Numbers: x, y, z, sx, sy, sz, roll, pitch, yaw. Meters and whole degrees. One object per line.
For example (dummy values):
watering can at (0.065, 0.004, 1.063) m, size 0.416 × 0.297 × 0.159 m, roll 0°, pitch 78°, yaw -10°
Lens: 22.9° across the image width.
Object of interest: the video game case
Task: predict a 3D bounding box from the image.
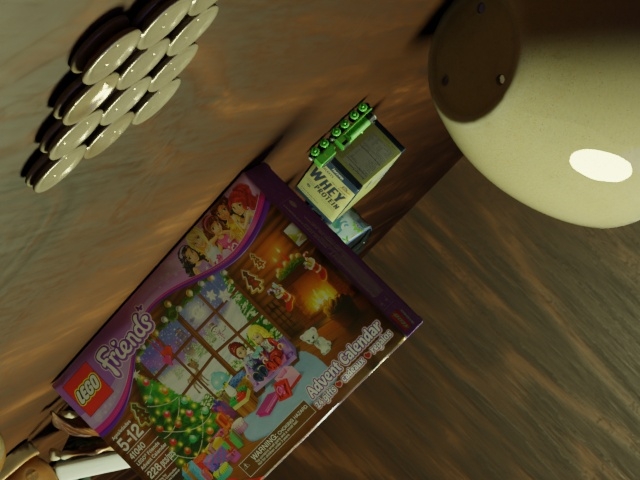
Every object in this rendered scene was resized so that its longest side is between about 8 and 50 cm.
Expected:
video game case at (-0.180, 0.209, 1.728) m, size 0.201 × 0.023 × 0.183 m, roll -12°, pitch -171°, yaw 1°

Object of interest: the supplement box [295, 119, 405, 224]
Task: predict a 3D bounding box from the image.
supplement box at (0.031, -0.076, 1.674) m, size 0.083 × 0.056 × 0.083 m, roll -41°, pitch 174°, yaw -33°

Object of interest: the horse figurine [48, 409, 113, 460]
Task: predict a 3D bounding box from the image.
horse figurine at (-0.179, 0.174, 1.655) m, size 0.174 × 0.066 × 0.263 m, roll -12°, pitch -177°, yaw 19°

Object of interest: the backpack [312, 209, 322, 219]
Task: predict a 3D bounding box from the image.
backpack at (-0.061, 0.068, 1.621) m, size 0.173 × 0.158 × 0.117 m, roll -26°, pitch 177°, yaw 40°

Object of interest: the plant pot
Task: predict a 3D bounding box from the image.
plant pot at (0.216, -0.162, 1.512) m, size 0.191 × 0.284 × 0.284 m, roll 7°, pitch 139°, yaw -37°

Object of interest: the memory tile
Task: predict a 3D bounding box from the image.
memory tile at (-0.098, -0.084, 0.809) m, size 0.113 × 0.012 × 0.148 m, roll -41°, pitch 175°, yaw -34°

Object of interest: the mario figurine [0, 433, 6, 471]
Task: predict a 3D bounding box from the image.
mario figurine at (-0.284, 0.247, 1.085) m, size 0.198 × 0.170 × 0.320 m, roll -3°, pitch 145°, yaw -25°

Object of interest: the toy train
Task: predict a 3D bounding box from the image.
toy train at (0.022, -0.104, 1.560) m, size 0.083 × 0.024 × 0.017 m, roll -43°, pitch 175°, yaw -12°

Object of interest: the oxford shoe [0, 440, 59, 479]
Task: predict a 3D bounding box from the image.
oxford shoe at (-0.353, 0.303, 1.609) m, size 0.212 × 0.076 × 0.076 m, roll -43°, pitch 177°, yaw -2°

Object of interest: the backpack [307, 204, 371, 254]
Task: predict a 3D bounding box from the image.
backpack at (0.000, 0.000, 1.884) m, size 0.114 × 0.084 × 0.105 m, roll -39°, pitch 175°, yaw -6°

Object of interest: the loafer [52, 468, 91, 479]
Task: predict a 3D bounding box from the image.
loafer at (-0.393, 0.384, 1.978) m, size 0.267 × 0.096 × 0.084 m, roll -52°, pitch 154°, yaw 12°

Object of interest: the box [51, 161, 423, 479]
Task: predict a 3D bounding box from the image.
box at (-0.079, 0.102, 1.416) m, size 0.293 × 0.201 × 0.057 m, roll -47°, pitch 175°, yaw 23°
